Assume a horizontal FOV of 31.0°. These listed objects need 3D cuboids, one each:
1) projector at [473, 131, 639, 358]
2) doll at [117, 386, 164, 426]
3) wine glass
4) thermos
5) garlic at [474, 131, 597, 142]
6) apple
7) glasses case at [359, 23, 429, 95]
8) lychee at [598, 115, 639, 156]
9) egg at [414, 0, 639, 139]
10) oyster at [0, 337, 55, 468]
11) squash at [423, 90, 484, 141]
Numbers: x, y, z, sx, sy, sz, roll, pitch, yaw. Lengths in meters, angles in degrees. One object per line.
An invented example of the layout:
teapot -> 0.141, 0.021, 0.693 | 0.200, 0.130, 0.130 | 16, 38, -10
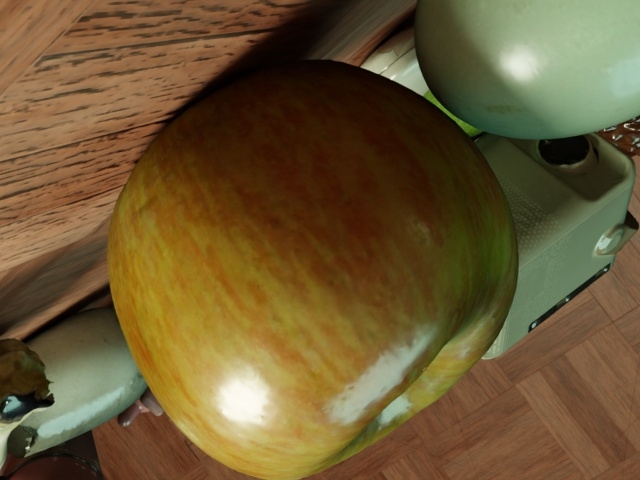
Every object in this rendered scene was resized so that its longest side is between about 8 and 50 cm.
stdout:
projector -> 0.213, -0.019, 1.218 | 0.242, 0.163, 0.177 | -33, 149, -21
doll -> -0.176, 0.118, 1.315 | 0.262, 0.093, 0.211 | -21, -142, 38
wine glass -> -0.238, 0.131, 1.152 | 0.204, 0.111, 0.111 | -31, 175, -37
thermos -> -0.289, 0.232, 1.190 | 0.109, 0.136, 0.330 | -35, -158, -6
garlic -> 0.252, -0.177, 1.341 | 0.203, 0.184, 0.281 | -44, -177, -27
apple -> -0.012, 0.008, 0.731 | 0.264, 0.264, 0.264 | -37, 178, -2
glasses case -> 0.063, -0.139, 1.001 | 0.081, 0.051, 0.204 | -37, 178, -14
lychee -> 0.410, -0.244, 1.528 | 0.304, 0.275, 0.276 | -10, -177, 10
egg -> 0.159, -0.153, 0.674 | 0.231, 0.168, 0.168 | -36, 178, 21
oyster -> -0.315, 0.167, 0.851 | 0.238, 0.115, 0.351 | -48, 177, 31
squash -> 0.143, -0.158, 1.192 | 0.107, 0.107, 0.395 | -36, 178, -20
